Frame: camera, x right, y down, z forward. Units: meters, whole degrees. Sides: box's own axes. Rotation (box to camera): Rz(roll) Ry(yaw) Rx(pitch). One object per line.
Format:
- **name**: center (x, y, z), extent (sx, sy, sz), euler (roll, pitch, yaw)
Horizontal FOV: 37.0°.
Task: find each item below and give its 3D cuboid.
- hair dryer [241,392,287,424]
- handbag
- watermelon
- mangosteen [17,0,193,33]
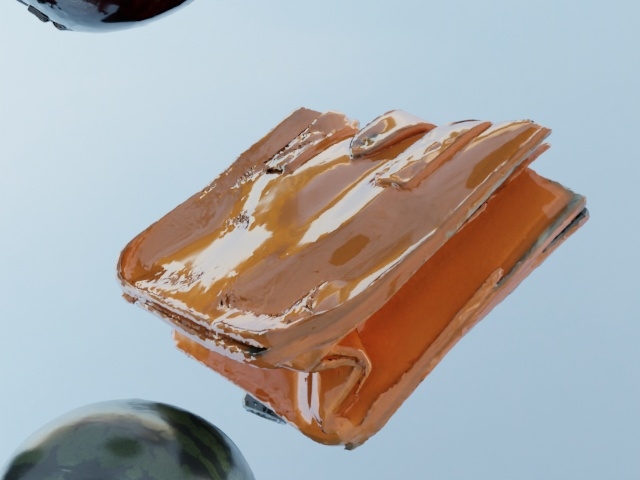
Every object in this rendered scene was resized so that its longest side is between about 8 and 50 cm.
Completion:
- **hair dryer**: center (-0.022, 0.208, 1.333), extent (0.072, 0.219, 0.124), euler (11, -108, 32)
- **handbag**: center (0.000, 0.000, 0.859), extent (0.303, 0.116, 0.410), euler (-44, -153, -17)
- **watermelon**: center (-0.150, 0.223, 0.726), extent (0.212, 0.212, 0.212), euler (-14, -130, 17)
- **mangosteen**: center (-0.144, -0.260, 0.695), extent (0.230, 0.194, 0.194), euler (-50, -133, 10)
